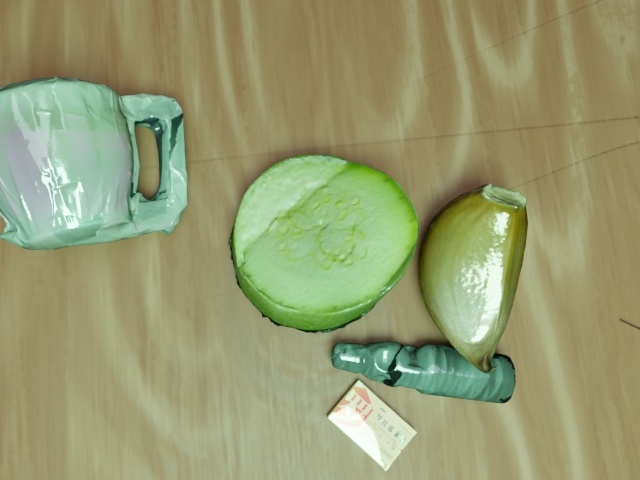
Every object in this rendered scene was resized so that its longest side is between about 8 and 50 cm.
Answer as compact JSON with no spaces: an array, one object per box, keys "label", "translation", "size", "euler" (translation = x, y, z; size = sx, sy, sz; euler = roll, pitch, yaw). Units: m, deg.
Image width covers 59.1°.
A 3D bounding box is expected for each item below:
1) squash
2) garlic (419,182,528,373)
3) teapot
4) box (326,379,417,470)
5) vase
[{"label":"squash","translation":[-0.007,-0.006,0.653],"size":[0.220,0.133,0.220],"euler":[0,76,1]},{"label":"garlic","translation":[0.186,0.044,0.666],"size":[0.115,0.128,0.206],"euler":[11,82,-45]},{"label":"teapot","translation":[-0.270,-0.076,0.646],"size":[0.163,0.222,0.178],"euler":[-15,90,32]},{"label":"box","translation":[0.060,0.217,0.666],"size":[0.093,0.015,0.058],"euler":[42,80,3]},{"label":"vase","translation":[0.116,0.149,0.662],"size":[0.212,0.060,0.059],"euler":[9,78,-2]}]
